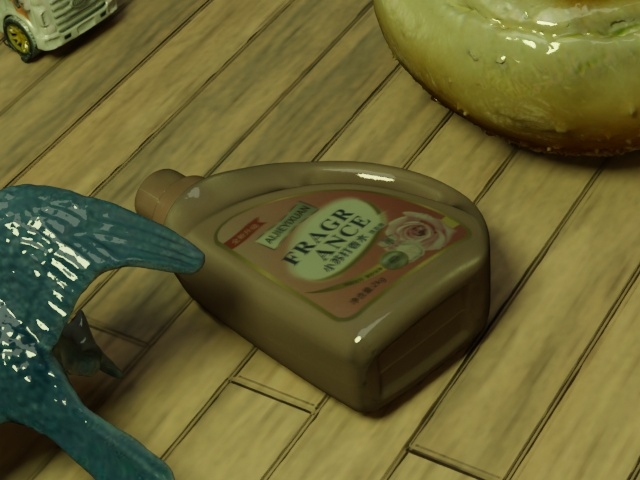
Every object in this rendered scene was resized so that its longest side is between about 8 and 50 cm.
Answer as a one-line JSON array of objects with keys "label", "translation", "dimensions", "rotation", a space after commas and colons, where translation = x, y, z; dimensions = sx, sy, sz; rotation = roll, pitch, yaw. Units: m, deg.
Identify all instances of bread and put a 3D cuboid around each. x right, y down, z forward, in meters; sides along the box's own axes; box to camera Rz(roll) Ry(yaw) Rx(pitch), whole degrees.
[{"label": "bread", "translation": [0.183, -0.174, 1.124], "dimensions": [0.306, 0.158, 0.305], "rotation": [-5, 44, 5]}]

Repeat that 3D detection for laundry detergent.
[{"label": "laundry detergent", "translation": [0.000, 0.000, 1.015], "dimensions": [0.171, 0.076, 0.237], "rotation": [-33, 46, -29]}]

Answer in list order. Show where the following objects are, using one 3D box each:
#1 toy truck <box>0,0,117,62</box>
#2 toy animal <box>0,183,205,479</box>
[{"label": "toy truck", "translation": [-0.275, -0.240, 1.283], "dimensions": [0.227, 0.114, 0.098], "rotation": [27, 51, 31]}, {"label": "toy animal", "translation": [-0.192, 0.066, 0.894], "dimensions": [0.255, 0.176, 0.239], "rotation": [34, 90, 32]}]
